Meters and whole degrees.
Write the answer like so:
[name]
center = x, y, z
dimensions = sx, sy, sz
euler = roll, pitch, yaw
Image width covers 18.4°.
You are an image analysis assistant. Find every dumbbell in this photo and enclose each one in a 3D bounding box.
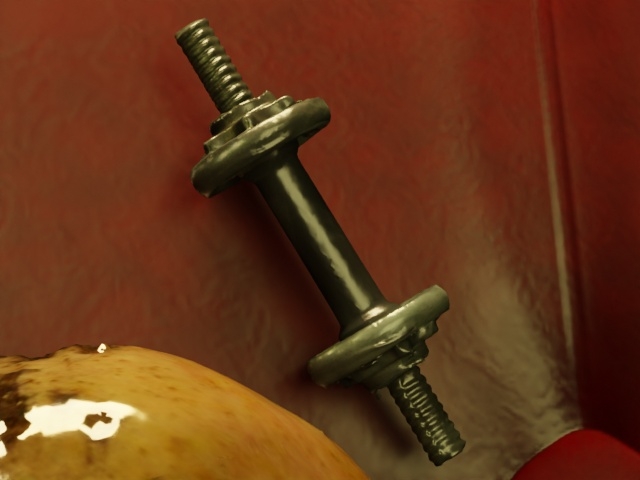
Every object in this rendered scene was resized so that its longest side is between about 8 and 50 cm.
[dumbbell]
center = 0.000, 0.000, 0.993
dimensions = 0.082, 0.081, 0.254
euler = -30, 88, -28

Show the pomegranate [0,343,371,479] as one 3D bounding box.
[pomegranate]
center = -0.107, 0.198, 0.776
dimensions = 0.322, 0.322, 0.322
euler = 7, 72, -22
